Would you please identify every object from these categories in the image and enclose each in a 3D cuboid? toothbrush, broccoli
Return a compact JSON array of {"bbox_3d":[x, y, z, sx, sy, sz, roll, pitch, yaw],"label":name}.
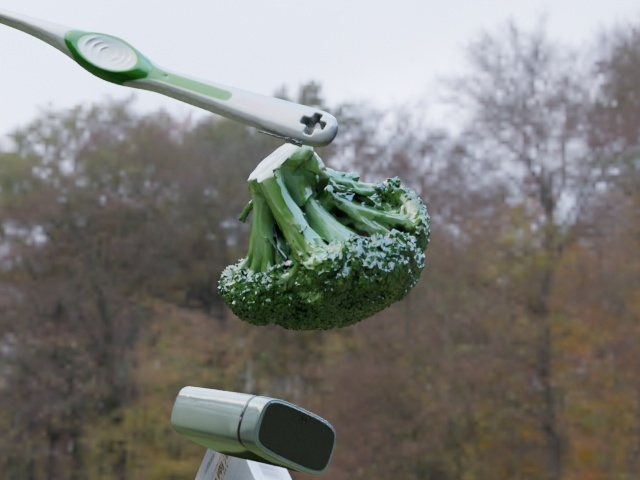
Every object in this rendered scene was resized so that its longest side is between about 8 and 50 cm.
[{"bbox_3d":[-0.172,-0.154,1.238,0.418,0.042,0.040,19,-26,22],"label":"toothbrush"},{"bbox_3d":[0.000,0.000,1.690,0.261,0.269,0.241,5,-46,57],"label":"broccoli"}]

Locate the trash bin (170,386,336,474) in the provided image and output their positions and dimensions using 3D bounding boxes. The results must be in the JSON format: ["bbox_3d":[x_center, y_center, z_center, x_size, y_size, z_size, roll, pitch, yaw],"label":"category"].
[{"bbox_3d":[-0.069,0.192,1.465,0.130,0.059,0.116,3,-22,44],"label":"trash bin"}]

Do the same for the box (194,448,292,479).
[{"bbox_3d":[-0.111,0.353,2.004,0.067,0.155,0.243,20,10,-20],"label":"box"}]
